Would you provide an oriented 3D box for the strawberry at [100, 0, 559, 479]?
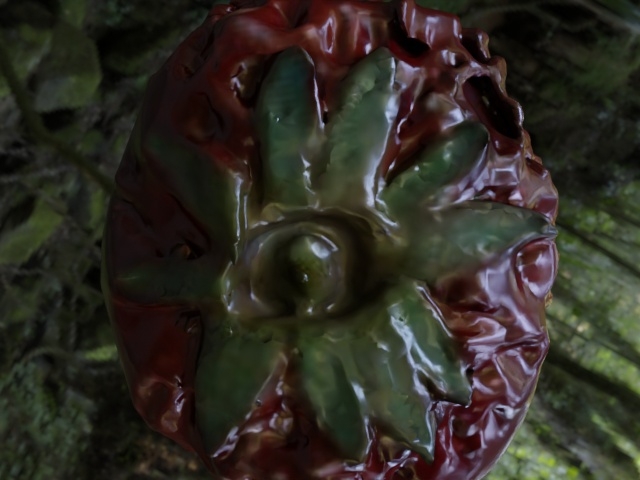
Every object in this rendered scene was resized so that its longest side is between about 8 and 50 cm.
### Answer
[{"bbox_3d":[0.000,0.000,0.751,0.295,0.318,0.345,-27,-173,-3],"label":"strawberry"}]
